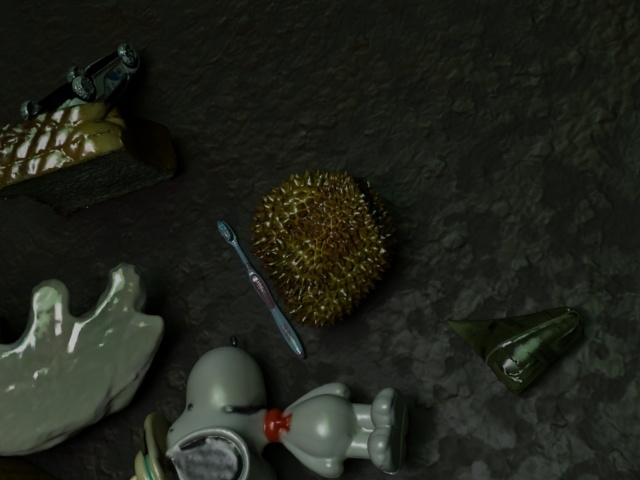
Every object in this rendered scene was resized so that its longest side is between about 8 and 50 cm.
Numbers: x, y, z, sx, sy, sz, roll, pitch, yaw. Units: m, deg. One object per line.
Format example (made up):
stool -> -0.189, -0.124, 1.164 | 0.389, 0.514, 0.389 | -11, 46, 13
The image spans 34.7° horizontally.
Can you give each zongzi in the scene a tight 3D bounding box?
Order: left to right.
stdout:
zongzi -> 0.202, 0.087, 1.055 | 0.104, 0.052, 0.113 | -41, 55, -3

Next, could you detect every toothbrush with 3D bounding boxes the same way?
toothbrush -> -0.068, 0.054, 1.164 | 0.013, 0.019, 0.193 | -35, 70, 6

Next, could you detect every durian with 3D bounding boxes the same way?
durian -> 0.000, 0.000, 1.096 | 0.158, 0.137, 0.168 | 43, 101, 2

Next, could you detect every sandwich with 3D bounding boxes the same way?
sandwich -> -0.275, -0.089, 1.160 | 0.186, 0.214, 0.065 | -17, 82, 10

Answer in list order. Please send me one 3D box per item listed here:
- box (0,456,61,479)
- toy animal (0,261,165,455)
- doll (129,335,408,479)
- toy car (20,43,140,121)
box -> -0.277, 0.322, 1.071 | 0.301, 0.193, 0.084 | 22, 86, 22
toy animal -> -0.340, 0.124, 1.182 | 0.266, 0.188, 0.308 | 43, 80, 2
doll -> -0.056, 0.215, 1.053 | 0.271, 0.144, 0.208 | 16, 73, 26
toy car -> -0.278, -0.179, 1.218 | 0.095, 0.205, 0.056 | -19, 111, 26
